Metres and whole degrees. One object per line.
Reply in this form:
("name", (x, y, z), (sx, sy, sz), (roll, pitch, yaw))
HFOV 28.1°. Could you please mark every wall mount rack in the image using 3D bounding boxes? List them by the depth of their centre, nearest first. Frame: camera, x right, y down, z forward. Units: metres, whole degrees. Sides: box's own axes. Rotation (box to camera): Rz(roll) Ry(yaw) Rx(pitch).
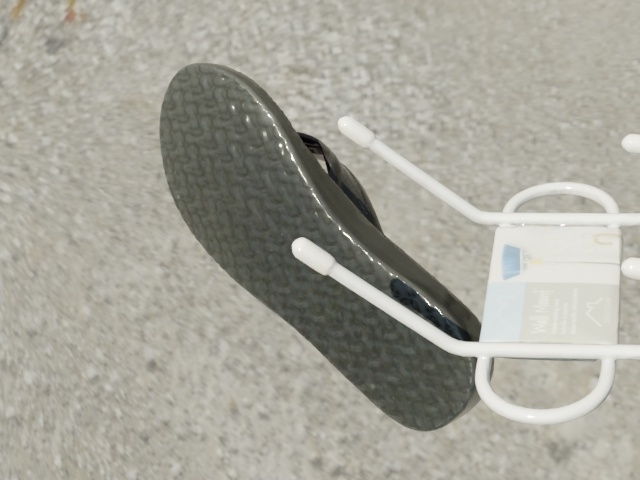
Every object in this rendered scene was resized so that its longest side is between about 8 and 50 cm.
("wall mount rack", (0.151, -0.002, 1.108), (0.304, 0.350, 0.131), (1, 124, 13))

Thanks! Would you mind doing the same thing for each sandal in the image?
("sandal", (0.000, 0.003, 1.273), (0.446, 0.107, 0.167), (48, 121, 15))
